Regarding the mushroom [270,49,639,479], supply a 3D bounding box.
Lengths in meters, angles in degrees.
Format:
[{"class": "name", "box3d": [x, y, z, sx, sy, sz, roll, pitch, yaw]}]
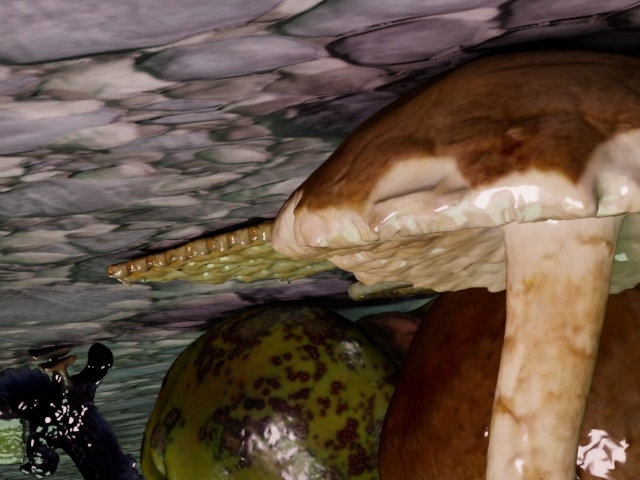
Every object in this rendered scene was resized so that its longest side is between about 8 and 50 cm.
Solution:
[{"class": "mushroom", "box3d": [0.091, 0.062, 0.764, 0.233, 0.301, 0.208, 4, -156, 0]}]

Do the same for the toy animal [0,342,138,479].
[{"class": "toy animal", "box3d": [-0.194, 0.130, 1.414, 0.062, 0.108, 0.220, -3, -160, -37]}]

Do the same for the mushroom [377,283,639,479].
[{"class": "mushroom", "box3d": [0.146, 0.111, 1.215, 0.195, 0.263, 0.283, 26, 160, 11]}]

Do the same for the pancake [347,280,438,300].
[{"class": "pancake", "box3d": [0.072, 0.027, 1.286, 0.108, 0.017, 0.108, -10, 175, -1]}]

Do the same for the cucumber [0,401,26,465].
[{"class": "cucumber", "box3d": [-0.347, 0.147, 1.530, 0.211, 0.062, 0.078, -1, 136, -9]}]

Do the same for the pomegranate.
[{"class": "pomegranate", "box3d": [-0.007, 0.121, 1.370, 0.204, 0.276, 0.222, 37, 160, -16]}]

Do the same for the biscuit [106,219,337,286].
[{"class": "biscuit", "box3d": [0.000, 0.001, 1.063, 0.203, 0.016, 0.144, -15, 168, 33]}]
